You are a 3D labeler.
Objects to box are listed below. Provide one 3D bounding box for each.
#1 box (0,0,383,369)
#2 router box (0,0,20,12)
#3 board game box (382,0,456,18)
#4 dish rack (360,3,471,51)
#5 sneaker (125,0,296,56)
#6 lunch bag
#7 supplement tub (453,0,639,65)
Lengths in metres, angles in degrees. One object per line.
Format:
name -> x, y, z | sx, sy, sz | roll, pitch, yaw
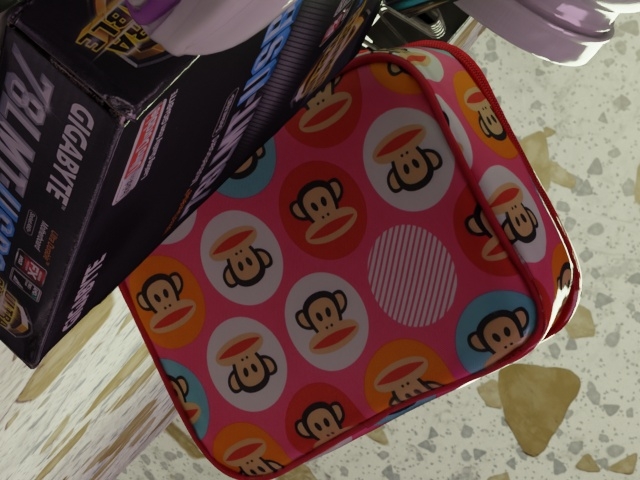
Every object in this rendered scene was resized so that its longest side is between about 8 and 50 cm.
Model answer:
box -> -0.050, -0.100, 0.792 | 0.293, 0.073, 0.295 | -49, 176, -30
router box -> -0.025, -0.168, 0.253 | 0.243, 0.081, 0.309 | -46, 175, -46
board game box -> 0.121, -0.158, 0.803 | 0.186, 0.026, 0.126 | -19, -179, 10
dish rack -> 0.078, -0.197, 1.331 | 0.208, 0.074, 0.271 | -51, 176, 6
sneaker -> 0.051, -0.171, 0.517 | 0.152, 0.114, 0.305 | 17, 121, -44
lunch bag -> 0.000, 0.000, 1.067 | 0.293, 0.258, 0.120 | -28, 180, 30
supplement tub -> 0.176, -0.257, 0.927 | 0.272, 0.191, 0.191 | -52, 176, 26
